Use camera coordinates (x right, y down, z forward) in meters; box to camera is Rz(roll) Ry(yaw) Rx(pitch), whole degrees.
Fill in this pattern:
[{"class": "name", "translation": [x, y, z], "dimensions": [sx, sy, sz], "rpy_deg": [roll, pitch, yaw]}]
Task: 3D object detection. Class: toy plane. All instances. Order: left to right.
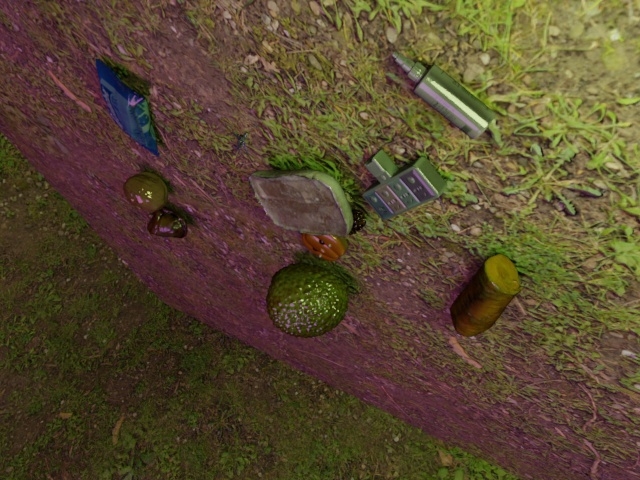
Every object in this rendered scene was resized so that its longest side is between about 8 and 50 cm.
[{"class": "toy plane", "translation": [-0.212, -0.264, 1.357], "dimensions": [0.078, 0.024, 0.084], "rpy_deg": [54, 154, 2]}]

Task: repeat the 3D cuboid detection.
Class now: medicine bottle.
[{"class": "medicine bottle", "translation": [0.200, -0.252, 0.851], "dimensions": [0.199, 0.057, 0.057], "rpy_deg": [37, 154, -4]}]

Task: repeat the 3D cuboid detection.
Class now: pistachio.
[{"class": "pistachio", "translation": [-0.622, -0.069, 2.061], "dimensions": [0.210, 0.130, 0.165], "rpy_deg": [7, 141, 30]}]

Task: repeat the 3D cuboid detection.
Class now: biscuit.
[{"class": "biscuit", "translation": [-0.002, 0.003, 1.535], "dimensions": [0.170, 0.050, 0.170], "rpy_deg": [27, 152, 15]}]

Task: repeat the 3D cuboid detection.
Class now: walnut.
[{"class": "walnut", "translation": [-0.649, -0.182, 1.890], "dimensions": [0.167, 0.149, 0.166], "rpy_deg": [32, -172, -5]}]

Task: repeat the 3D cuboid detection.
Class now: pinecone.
[{"class": "pinecone", "translation": [0.079, -0.048, 1.330], "dimensions": [0.083, 0.077, 0.077], "rpy_deg": [3, 141, 33]}]

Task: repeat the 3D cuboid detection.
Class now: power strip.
[{"class": "power strip", "translation": [0.164, -0.133, 1.110], "dimensions": [0.145, 0.061, 0.216], "rpy_deg": [47, 152, -10]}]

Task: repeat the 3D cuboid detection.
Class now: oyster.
[{"class": "oyster", "translation": [0.053, -0.121, 1.294], "dimensions": [0.083, 0.019, 0.054], "rpy_deg": [13, 148, 34]}]

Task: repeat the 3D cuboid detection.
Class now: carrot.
[{"class": "carrot", "translation": [0.399, 0.144, 1.236], "dimensions": [0.114, 0.114, 0.302], "rpy_deg": [29, 151, 12]}]

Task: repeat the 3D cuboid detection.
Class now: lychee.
[{"class": "lychee", "translation": [-0.056, 0.202, 1.715], "dimensions": [0.320, 0.270, 0.270], "rpy_deg": [-14, 135, 14]}]

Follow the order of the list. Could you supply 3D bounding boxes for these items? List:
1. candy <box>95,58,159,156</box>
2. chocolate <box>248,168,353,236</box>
[{"class": "candy", "translation": [-0.579, -0.385, 1.533], "dimensions": [0.187, 0.077, 0.331], "rpy_deg": [38, 154, 10]}, {"class": "chocolate", "translation": [-0.041, -0.111, 1.311], "dimensions": [0.303, 0.100, 0.185], "rpy_deg": [11, 133, 45]}]
